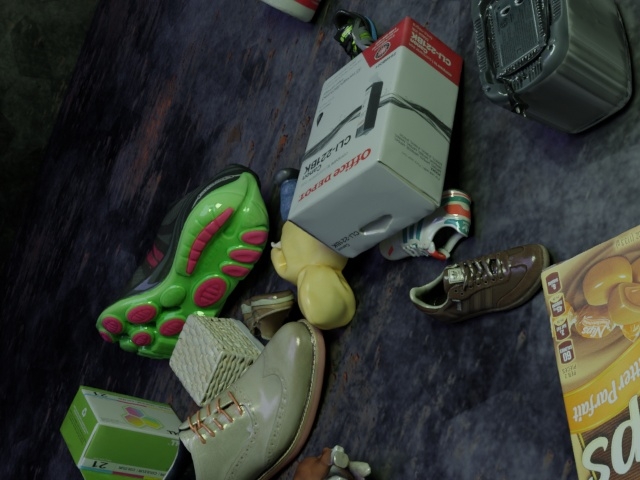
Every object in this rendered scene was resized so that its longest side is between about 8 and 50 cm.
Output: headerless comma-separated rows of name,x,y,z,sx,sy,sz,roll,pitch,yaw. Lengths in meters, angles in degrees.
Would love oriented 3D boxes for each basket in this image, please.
basket,-0.165,0.201,1.515,0.167,0.103,0.113,36,105,55

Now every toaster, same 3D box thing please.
toaster,0.267,-0.221,1.057,0.129,0.146,0.227,-34,47,44

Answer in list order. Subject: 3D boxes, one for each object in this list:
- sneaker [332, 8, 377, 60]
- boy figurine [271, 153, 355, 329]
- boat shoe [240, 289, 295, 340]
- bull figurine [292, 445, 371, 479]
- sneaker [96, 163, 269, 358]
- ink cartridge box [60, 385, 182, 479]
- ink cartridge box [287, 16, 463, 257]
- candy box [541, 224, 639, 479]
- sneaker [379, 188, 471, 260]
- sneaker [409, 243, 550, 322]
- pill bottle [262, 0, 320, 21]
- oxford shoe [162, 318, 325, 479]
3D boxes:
sneaker,0.061,-0.304,1.459,0.067,0.078,0.188,-51,39,28
boy figurine,0.000,0.000,1.386,0.177,0.092,0.285,-32,51,27
boat shoe,-0.078,0.121,1.453,0.190,0.068,0.072,146,117,-73
bull figurine,0.002,0.409,1.155,0.188,0.101,0.311,136,142,-53
sneaker,-0.238,0.049,1.673,0.483,0.185,0.202,-43,25,31
ink cartridge box,-0.310,0.364,1.571,0.255,0.188,0.097,34,101,54
ink cartridge box,0.077,-0.139,1.268,0.197,0.114,0.273,-31,36,45
candy box,0.323,0.144,0.850,0.183,0.087,0.317,-33,49,42
sneaker,0.136,-0.002,1.221,0.161,0.057,0.075,-34,42,39
sneaker,0.187,0.053,1.107,0.188,0.071,0.066,-35,48,43
pill bottle,-0.028,-0.566,1.629,0.319,0.176,0.176,-63,34,12
oxford shoe,-0.124,0.284,1.375,0.397,0.146,0.140,-63,34,12
